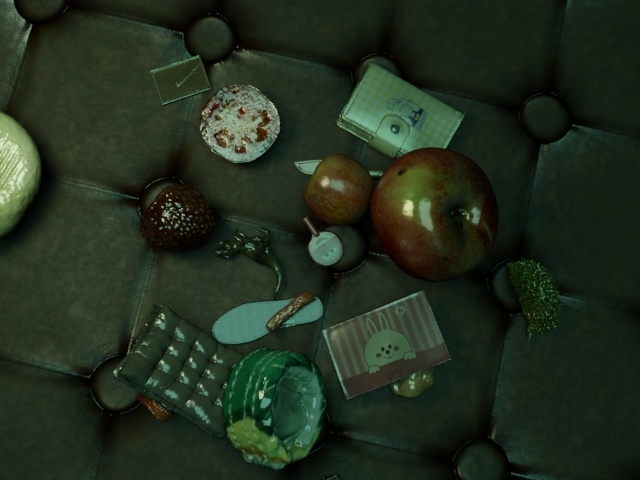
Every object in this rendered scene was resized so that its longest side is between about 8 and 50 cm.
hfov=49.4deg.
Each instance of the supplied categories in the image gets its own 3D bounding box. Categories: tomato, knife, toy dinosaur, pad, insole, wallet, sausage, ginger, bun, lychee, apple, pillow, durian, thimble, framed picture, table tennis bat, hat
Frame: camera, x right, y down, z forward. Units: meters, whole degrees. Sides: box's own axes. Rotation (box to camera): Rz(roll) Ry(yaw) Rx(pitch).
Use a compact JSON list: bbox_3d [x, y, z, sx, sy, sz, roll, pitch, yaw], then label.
[{"bbox_3d":[-0.221,-0.315,1.932,0.224,0.085,0.225,1,83,-6],"label":"tomato"},{"bbox_3d":[0.053,-0.202,1.960,0.255,0.022,0.046,4,89,2],"label":"knife"},{"bbox_3d":[-0.189,0.056,1.914,0.187,0.087,0.179,8,116,14],"label":"toy dinosaur"},{"bbox_3d":[0.172,0.277,1.855,0.299,0.005,0.202,-22,72,7],"label":"pad"},{"bbox_3d":[-0.143,0.214,1.897,0.309,0.012,0.110,-10,81,-4],"label":"insole"},{"bbox_3d":[0.225,-0.346,1.968,0.309,0.077,0.223,30,78,1],"label":"wallet"},{"bbox_3d":[-0.082,0.191,1.879,0.158,0.042,0.036,-37,47,-9],"label":"sausage"},{"bbox_3d":[0.245,0.310,1.872,0.137,0.074,0.214,4,86,-7],"label":"ginger"},{"bbox_3d":[-0.911,-0.166,1.817,0.360,0.213,0.362,2,83,-19],"label":"bun"},{"bbox_3d":[-0.371,-0.052,1.847,0.188,0.188,0.188,0,82,-3],"label":"lychee"},{"bbox_3d":[0.052,-0.134,1.867,0.173,0.188,0.188,29,81,-8],"label":"apple"},{"bbox_3d":[-0.338,0.333,1.770,0.326,0.101,0.228,37,55,-13],"label":"pillow"},{"bbox_3d":[0.598,0.152,1.902,0.137,0.095,0.221,-16,89,-4],"label":"durian"},{"bbox_3d":[0.291,-0.067,1.803,0.348,0.277,0.349,1,87,-31],"label":"apple"},{"bbox_3d":[-0.116,0.417,1.743,0.167,0.254,0.288,-2,72,39],"label":"thimble"},{"bbox_3d":[-0.396,-0.456,1.980,0.149,0.011,0.109,-19,84,-6],"label":"framed picture"},{"bbox_3d":[0.000,0.000,1.933,0.098,0.019,0.155,-34,88,-7],"label":"table tennis bat"},{"bbox_3d":[-0.387,0.389,1.824,0.112,0.094,0.162,32,71,37],"label":"hat"}]

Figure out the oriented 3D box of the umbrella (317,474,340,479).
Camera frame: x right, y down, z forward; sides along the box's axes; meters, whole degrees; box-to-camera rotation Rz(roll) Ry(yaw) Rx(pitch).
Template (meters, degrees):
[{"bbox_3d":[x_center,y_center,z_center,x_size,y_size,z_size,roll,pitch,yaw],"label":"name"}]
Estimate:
[{"bbox_3d":[-0.005,0.641,1.841,0.122,0.022,0.013,-20,109,5],"label":"umbrella"}]
